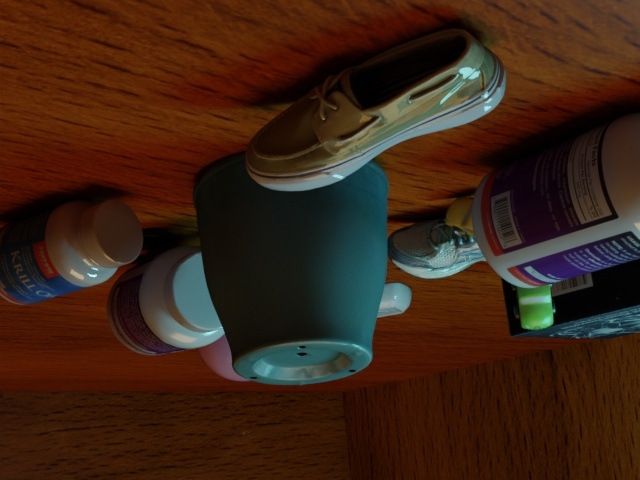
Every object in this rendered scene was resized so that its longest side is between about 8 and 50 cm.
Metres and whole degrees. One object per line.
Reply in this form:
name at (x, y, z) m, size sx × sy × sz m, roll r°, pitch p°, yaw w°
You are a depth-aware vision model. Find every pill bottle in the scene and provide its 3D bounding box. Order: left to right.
pill bottle at (-0.361, 0.012, 1.388) m, size 0.221 × 0.124 × 0.124 m, roll -17°, pitch 162°, yaw 34°
pill bottle at (-0.235, 0.100, 1.628) m, size 0.169 × 0.169 × 0.301 m, roll 2°, pitch 170°, yaw -27°
pill bottle at (0.369, -0.055, 1.296) m, size 0.181 × 0.181 × 0.323 m, roll 6°, pitch 161°, yaw -39°

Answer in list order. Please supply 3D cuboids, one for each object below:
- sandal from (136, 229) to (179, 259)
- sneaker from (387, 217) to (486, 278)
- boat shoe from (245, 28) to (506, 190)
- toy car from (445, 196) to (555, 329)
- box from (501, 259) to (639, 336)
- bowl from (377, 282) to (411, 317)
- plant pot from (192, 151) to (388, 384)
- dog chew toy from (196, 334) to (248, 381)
sandal at (-0.315, 0.012, 1.565) m, size 0.179 × 0.040 × 0.067 m, roll -3°, pitch 165°, yaw -10°
sneaker at (0.246, -0.018, 1.606) m, size 0.283 × 0.110 × 0.122 m, roll -6°, pitch 147°, yaw -5°
boat shoe at (0.041, -0.144, 1.033) m, size 0.302 × 0.109 × 0.094 m, roll -21°, pitch 145°, yaw 21°
toy car at (0.316, 0.021, 1.484) m, size 0.239 × 0.225 × 0.053 m, roll -7°, pitch 163°, yaw 8°
box at (0.575, 0.071, 1.864) m, size 0.313 × 0.179 × 0.343 m, roll 4°, pitch 163°, yaw -38°
bowl at (0.130, 0.137, 2.196) m, size 0.142 × 0.053 × 0.142 m, roll -11°, pitch 163°, yaw 16°
plant pot at (-0.030, 0.048, 1.312) m, size 0.272 × 0.255 × 0.271 m, roll -5°, pitch 155°, yaw -2°
dog chew toy at (-0.074, 0.147, 1.889) m, size 0.332 × 0.206 × 0.206 m, roll -16°, pitch 164°, yaw 10°
